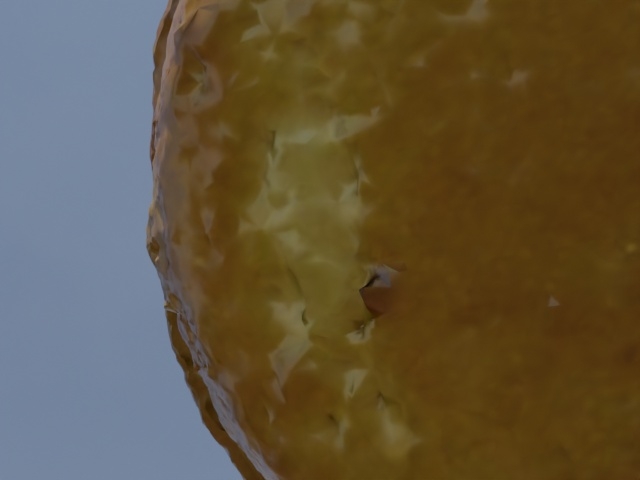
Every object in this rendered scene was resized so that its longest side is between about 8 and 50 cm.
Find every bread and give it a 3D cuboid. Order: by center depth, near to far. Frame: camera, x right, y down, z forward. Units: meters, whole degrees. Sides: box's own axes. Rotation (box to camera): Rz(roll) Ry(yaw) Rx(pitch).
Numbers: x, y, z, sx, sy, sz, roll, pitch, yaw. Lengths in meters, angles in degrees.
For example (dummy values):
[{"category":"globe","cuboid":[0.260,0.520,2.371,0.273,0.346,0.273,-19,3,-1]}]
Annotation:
[{"category":"bread","cuboid":[0.100,-0.032,0.531,0.336,0.358,0.204,-5,-4,-1]}]
